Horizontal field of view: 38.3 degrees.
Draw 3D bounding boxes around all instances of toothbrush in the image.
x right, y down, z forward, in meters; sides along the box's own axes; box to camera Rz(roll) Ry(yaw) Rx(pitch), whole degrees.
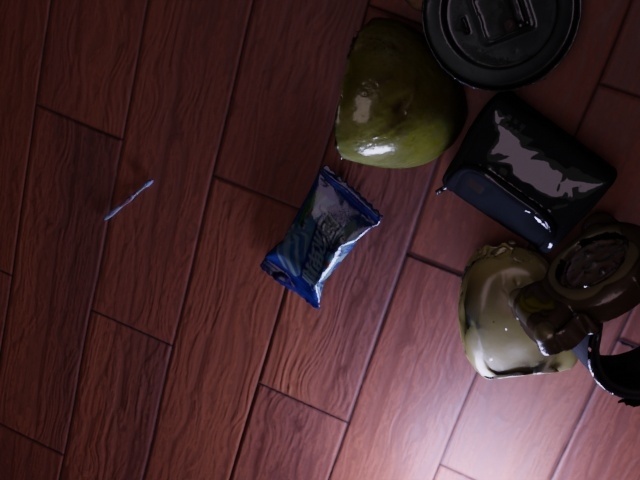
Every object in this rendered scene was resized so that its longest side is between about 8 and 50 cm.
[{"bbox_3d":[-0.484,-0.100,2.308,0.193,0.019,0.013,-34,96,29],"label":"toothbrush"}]

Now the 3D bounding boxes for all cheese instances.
[{"bbox_3d":[0.417,0.149,2.012,0.260,0.128,0.315,-15,108,15],"label":"cheese"}]

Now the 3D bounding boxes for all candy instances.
[{"bbox_3d":[0.000,0.000,2.134,0.187,0.077,0.331,39,120,5],"label":"candy"}]

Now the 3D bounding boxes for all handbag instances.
[{"bbox_3d":[0.404,-0.116,1.882,0.302,0.178,0.275,37,117,4],"label":"handbag"}]

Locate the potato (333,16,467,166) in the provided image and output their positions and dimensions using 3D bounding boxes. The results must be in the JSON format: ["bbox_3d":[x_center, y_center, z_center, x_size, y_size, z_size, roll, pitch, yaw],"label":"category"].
[{"bbox_3d":[0.166,-0.269,1.860,0.213,0.280,0.330,12,111,18],"label":"potato"}]

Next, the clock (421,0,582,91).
[{"bbox_3d":[0.348,-0.445,1.791,0.313,0.061,0.312,0,104,0],"label":"clock"}]

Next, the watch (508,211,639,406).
[{"bbox_3d":[0.602,0.161,1.851,0.335,0.314,0.327,-38,113,5],"label":"watch"}]

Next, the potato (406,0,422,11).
[{"bbox_3d":[0.200,-0.533,1.849,0.112,0.112,0.147,-11,111,23],"label":"potato"}]
